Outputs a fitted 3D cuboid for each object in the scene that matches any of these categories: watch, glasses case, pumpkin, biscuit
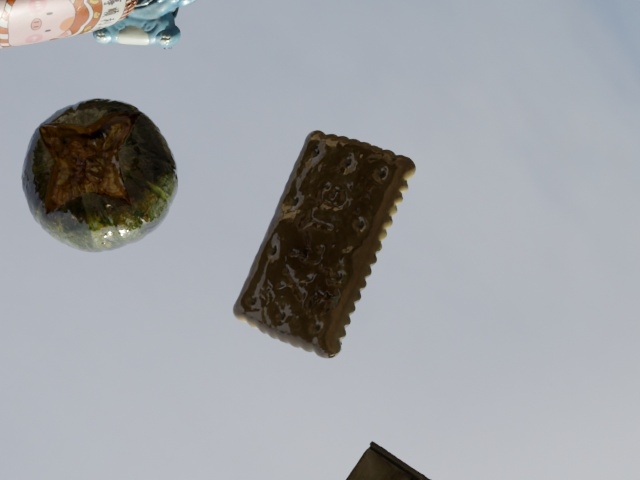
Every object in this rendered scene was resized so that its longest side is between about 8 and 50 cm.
[{"bbox_3d":[-0.235,-0.361,1.850,0.211,0.211,0.193,43,-162,-14],"label":"watch"},{"bbox_3d":[-0.346,-0.281,1.676,0.267,0.103,0.067,-13,-112,-20],"label":"glasses case"},{"bbox_3d":[-0.327,-0.093,2.089,0.238,0.238,0.159,62,-177,23],"label":"pumpkin"},{"bbox_3d":[0.000,0.000,2.098,0.217,0.324,0.044,21,176,36],"label":"biscuit"}]

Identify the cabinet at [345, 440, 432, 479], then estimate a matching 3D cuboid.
[{"bbox_3d":[0.068,0.423,2.079,0.148,0.215,0.174,34,-111,6],"label":"cabinet"}]
